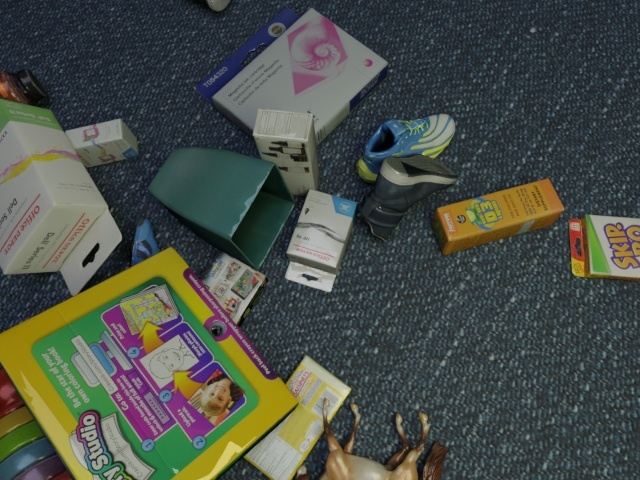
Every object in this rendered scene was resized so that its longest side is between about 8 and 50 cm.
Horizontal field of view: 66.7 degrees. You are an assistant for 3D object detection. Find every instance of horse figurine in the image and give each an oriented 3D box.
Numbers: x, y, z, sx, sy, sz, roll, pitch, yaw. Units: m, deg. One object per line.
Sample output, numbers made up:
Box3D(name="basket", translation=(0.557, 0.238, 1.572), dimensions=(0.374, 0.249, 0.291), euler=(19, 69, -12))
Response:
Box3D(name="horse figurine", translation=(0.090, 0.372, 0.820), dimensions=(0.263, 0.066, 0.175), euler=(8, 64, 4))

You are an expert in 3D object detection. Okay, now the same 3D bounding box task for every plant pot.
Box3D(name="plant pot", translation=(-0.203, -0.081, 0.963), dimensions=(0.234, 0.166, 0.166), euler=(22, 73, 20))

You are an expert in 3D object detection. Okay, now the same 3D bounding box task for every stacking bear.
Box3D(name="stacking bear", translation=(-0.493, 0.335, 0.837), dimensions=(0.164, 0.175, 0.289), euler=(-33, 63, -16))

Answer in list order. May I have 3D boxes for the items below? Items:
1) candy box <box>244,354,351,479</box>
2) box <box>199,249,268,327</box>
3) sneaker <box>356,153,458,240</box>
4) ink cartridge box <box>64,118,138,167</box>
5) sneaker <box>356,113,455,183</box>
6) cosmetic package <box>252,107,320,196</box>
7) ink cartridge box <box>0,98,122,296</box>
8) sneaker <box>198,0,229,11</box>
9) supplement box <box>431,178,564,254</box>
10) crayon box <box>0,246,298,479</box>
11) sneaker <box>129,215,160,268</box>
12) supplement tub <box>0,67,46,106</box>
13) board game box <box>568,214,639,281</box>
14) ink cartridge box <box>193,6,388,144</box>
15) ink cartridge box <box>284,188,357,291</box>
Box3D(name="candy box", translation=(-0.044, 0.323, 0.875), dimensions=(0.105, 0.027, 0.206), euler=(34, 76, 14))
Box3D(name="box", translation=(-0.203, 0.134, 0.946), dimensions=(0.114, 0.036, 0.207), euler=(28, 75, 12))
Box3D(name="sneaker", translation=(0.170, -0.086, 0.981), dimensions=(0.226, 0.164, 0.086), euler=(-7, 44, -41))
Box3D(name="ink cartridge box", translation=(-0.472, -0.209, 1.054), dimensions=(0.122, 0.088, 0.052), euler=(-12, 73, 0))
Box3D(name="sneaker", translation=(0.184, -0.206, 0.996), dimensions=(0.240, 0.126, 0.091), euler=(-34, 72, -8))
Box3D(name="cosmetic package", translation=(-0.058, -0.157, 0.933), dimensions=(0.098, 0.239, 0.061), euler=(9, 72, 7))
Box3D(name="ink cartridge box", translation=(-0.560, -0.077, 0.957), dimensions=(0.207, 0.119, 0.354), euler=(-44, 71, 20))
Box3D(name="sneaker", translation=(-0.271, -0.706, 1.210), dimensions=(0.152, 0.101, 0.269), euler=(18, 75, 7))
Box3D(name="supplement box", translation=(0.343, -0.046, 0.957), dimensions=(0.233, 0.080, 0.078), euler=(-16, 68, 0))
Box3D(name="crayon box", translation=(-0.271, 0.231, 0.781), dimensions=(0.313, 0.106, 0.363), euler=(-33, 72, -34))
Box3D(name="sneaker", translation=(-0.341, 0.051, 0.976), dimensions=(0.082, 0.069, 0.210), euler=(4, 62, -24))
Box3D(name="supplement tub", translation=(-0.731, -0.312, 1.097), dimensions=(0.197, 0.106, 0.106), euler=(-30, 72, -7))
Box3D(name="board game box", translation=(0.622, 0.019, 0.943), dimensions=(0.259, 0.039, 0.124), euler=(4, 70, 7))
Box3D(name="ink cartridge box", translation=(-0.074, -0.373, 1.102), dimensions=(0.330, 0.071, 0.324), euler=(40, 78, 14))
Box3D(name="ink cartridge box", translation=(0.000, 0.000, 0.969), dimensions=(0.104, 0.060, 0.180), euler=(16, 72, 8))
